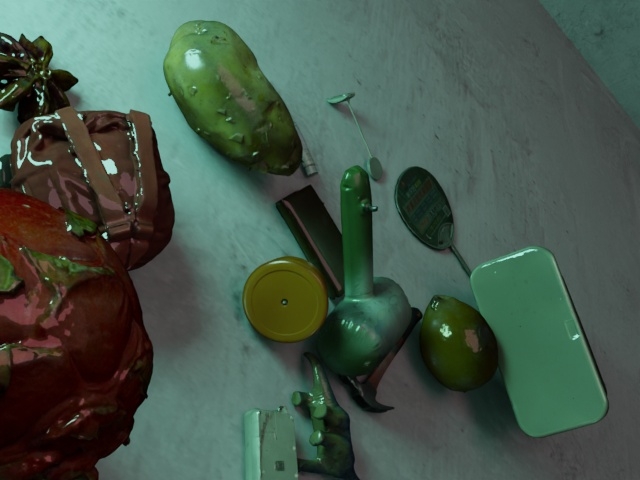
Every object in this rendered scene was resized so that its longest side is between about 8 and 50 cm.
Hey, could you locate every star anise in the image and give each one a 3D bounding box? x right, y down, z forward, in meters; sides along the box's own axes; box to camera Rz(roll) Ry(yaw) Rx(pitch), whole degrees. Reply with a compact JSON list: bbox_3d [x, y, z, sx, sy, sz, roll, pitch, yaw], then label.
[{"bbox_3d":[-0.383,-0.213,0.965,0.167,0.057,0.168,26,50,-36],"label":"star anise"}]

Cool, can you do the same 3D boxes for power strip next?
[{"bbox_3d":[-0.067,0.327,1.021,0.081,0.035,0.192,20,53,-41],"label":"power strip"}]

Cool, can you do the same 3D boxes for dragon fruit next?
[{"bbox_3d":[-0.311,0.091,0.692,0.277,0.277,0.343,-34,100,-53],"label":"dragon fruit"}]

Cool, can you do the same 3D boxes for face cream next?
[{"bbox_3d":[-0.037,-0.174,1.381,0.038,0.020,0.115,-12,75,-51],"label":"face cream"}]

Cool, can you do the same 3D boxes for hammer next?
[{"bbox_3d":[0.070,0.042,1.185,0.206,0.118,0.336,-42,134,-57],"label":"hammer"},{"bbox_3d":[0.126,0.204,1.327,0.111,0.033,0.288,54,37,-10],"label":"hammer"}]

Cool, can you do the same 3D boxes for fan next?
[{"bbox_3d":[0.268,-0.057,1.676,0.294,0.012,0.223,35,43,-31],"label":"fan"}]

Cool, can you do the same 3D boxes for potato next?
[{"bbox_3d":[-0.140,-0.220,1.192,0.296,0.141,0.192,49,23,-16],"label":"potato"}]

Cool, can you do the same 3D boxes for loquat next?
[{"bbox_3d":[0.259,0.195,1.400,0.152,0.152,0.195,-17,92,-53],"label":"loquat"}]

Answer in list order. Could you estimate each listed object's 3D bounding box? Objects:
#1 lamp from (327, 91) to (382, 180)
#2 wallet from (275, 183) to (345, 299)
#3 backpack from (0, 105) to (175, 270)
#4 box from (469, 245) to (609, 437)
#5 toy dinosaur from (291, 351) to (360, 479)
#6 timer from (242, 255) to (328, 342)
[{"bbox_3d":[0.077,-0.217,1.540,0.050,0.056,0.198,-36,108,-54],"label":"lamp"},{"bbox_3d":[0.000,0.000,1.306,0.198,0.031,0.110,59,36,-4],"label":"wallet"},{"bbox_3d":[-0.279,-0.058,0.922,0.229,0.139,0.229,29,46,-35],"label":"backpack"},{"bbox_3d":[0.474,0.214,1.551,0.344,0.177,0.352,21,50,-66],"label":"box"},{"bbox_3d":[0.030,0.304,1.148,0.188,0.075,0.248,36,38,-44],"label":"toy dinosaur"},{"bbox_3d":[-0.043,0.075,1.159,0.132,0.132,0.152,57,14,-7],"label":"timer"}]
